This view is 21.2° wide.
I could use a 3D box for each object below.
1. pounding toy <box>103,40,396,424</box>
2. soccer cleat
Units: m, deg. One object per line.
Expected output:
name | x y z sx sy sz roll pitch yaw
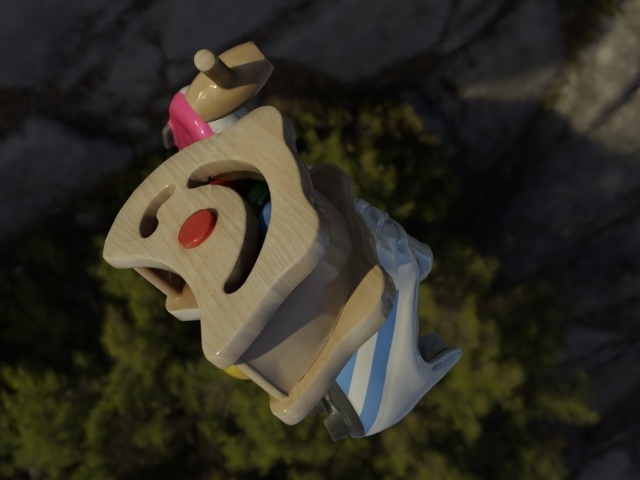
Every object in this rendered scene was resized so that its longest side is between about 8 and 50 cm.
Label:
pounding toy | -0.075 -0.017 1.065 0.154 0.269 0.155 -39 125 13
soccer cleat | 0.000 0.000 1.295 0.143 0.116 0.331 -33 120 -11
